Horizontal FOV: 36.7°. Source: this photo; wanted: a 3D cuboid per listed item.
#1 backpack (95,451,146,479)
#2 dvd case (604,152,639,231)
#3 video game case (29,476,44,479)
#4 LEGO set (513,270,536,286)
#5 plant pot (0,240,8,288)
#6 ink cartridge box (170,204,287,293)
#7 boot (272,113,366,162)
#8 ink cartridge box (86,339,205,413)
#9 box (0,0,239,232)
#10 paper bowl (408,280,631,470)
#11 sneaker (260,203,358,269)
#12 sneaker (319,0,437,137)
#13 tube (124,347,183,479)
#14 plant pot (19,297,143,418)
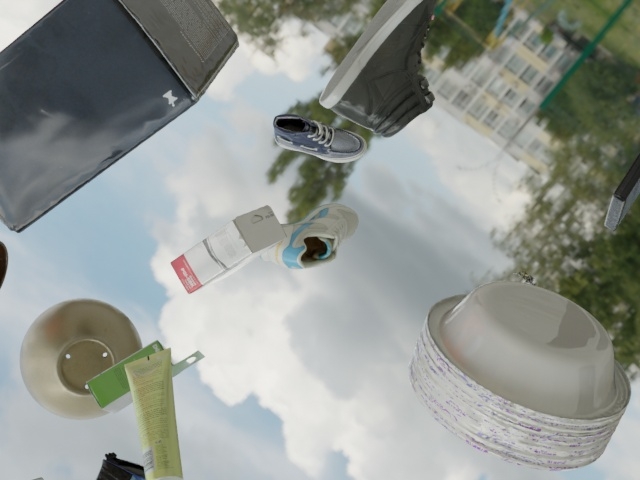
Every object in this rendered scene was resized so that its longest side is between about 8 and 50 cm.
[{"bbox_3d":[-0.358,0.514,1.935,0.173,0.117,0.158,17,161,18],"label":"backpack"},{"bbox_3d":[0.497,-0.141,1.413,0.022,0.253,0.180,33,176,17],"label":"dvd case"},{"bbox_3d":[-0.641,0.532,1.824,0.023,0.183,0.201,48,-161,18],"label":"video game case"},{"bbox_3d":[0.446,0.077,2.073,0.054,0.023,0.083,30,174,-3],"label":"LEGO set"},{"bbox_3d":[-0.783,0.053,2.051,0.165,0.167,0.167,19,-166,11],"label":"plant pot"},{"bbox_3d":[-0.128,0.013,1.360,0.056,0.135,0.099,60,-147,3],"label":"ink cartridge box"},{"bbox_3d":[-0.003,-0.204,1.911,0.190,0.069,0.086,8,168,4],"label":"boot"},{"bbox_3d":[-0.330,0.246,1.836,0.062,0.209,0.109,57,173,13],"label":"ink cartridge box"},{"bbox_3d":[-0.463,-0.327,1.956,0.297,0.480,0.472,51,-161,-18],"label":"box"},{"bbox_3d":[0.270,0.160,1.280,0.284,0.148,0.284,14,-154,-7],"label":"paper bowl"},{"bbox_3d":[0.000,0.000,1.649,0.092,0.087,0.228,20,-152,34],"label":"sneaker"},{"bbox_3d":[0.140,-0.292,1.526,0.147,0.296,0.104,37,180,-18],"label":"sneaker"},{"bbox_3d":[-0.277,0.301,1.636,0.070,0.062,0.240,1,-126,-25],"label":"tube"},{"bbox_3d":[-0.532,0.273,2.173,0.284,0.284,0.191,35,169,-12],"label":"plant pot"}]
